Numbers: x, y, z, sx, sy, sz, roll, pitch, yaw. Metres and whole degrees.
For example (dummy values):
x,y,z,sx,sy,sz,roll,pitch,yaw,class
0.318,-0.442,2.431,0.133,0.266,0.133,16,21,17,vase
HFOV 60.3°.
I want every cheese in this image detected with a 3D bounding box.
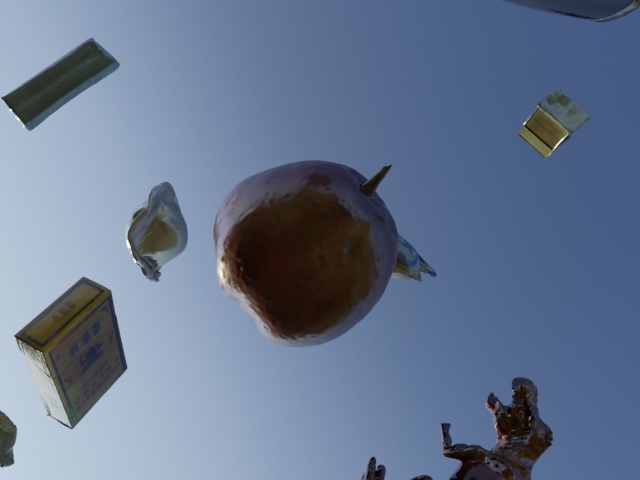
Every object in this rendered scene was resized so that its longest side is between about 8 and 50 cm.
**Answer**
x,y,z,sx,sy,sz,roll,pitch,yaw,class
0.160,0.027,1.151,0.069,0.270,0.177,-49,-125,15,cheese

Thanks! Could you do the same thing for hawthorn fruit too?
x,y,z,sx,sy,sz,roll,pitch,yaw,class
0.000,0.000,0.806,0.298,0.277,0.277,-42,-87,11,hawthorn fruit

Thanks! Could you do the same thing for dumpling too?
x,y,z,sx,sy,sz,roll,pitch,yaw,class
-0.332,-0.002,1.097,0.124,0.151,0.228,12,-48,5,dumpling

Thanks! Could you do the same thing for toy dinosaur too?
x,y,z,sx,sy,sz,roll,pitch,yaw,class
0.113,0.294,0.522,0.208,0.432,0.097,-21,-71,35,toy dinosaur

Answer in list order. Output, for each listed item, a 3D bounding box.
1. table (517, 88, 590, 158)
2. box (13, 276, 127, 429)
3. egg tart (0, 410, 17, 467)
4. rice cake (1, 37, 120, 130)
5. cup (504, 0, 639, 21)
x,y,z,sx,sy,sz,roll,pitch,yaw,class
0.413,-0.206,0.983,0.079,0.062,0.083,47,-25,13,table
-0.538,0.252,1.221,0.084,0.192,0.301,22,-46,13,box
-0.394,0.221,0.647,0.105,0.105,0.039,44,-107,-2,egg tart
-0.499,-0.305,1.059,0.080,0.042,0.222,44,-109,2,rice cake
0.242,-0.326,0.532,0.177,0.222,0.169,12,-27,-15,cup
